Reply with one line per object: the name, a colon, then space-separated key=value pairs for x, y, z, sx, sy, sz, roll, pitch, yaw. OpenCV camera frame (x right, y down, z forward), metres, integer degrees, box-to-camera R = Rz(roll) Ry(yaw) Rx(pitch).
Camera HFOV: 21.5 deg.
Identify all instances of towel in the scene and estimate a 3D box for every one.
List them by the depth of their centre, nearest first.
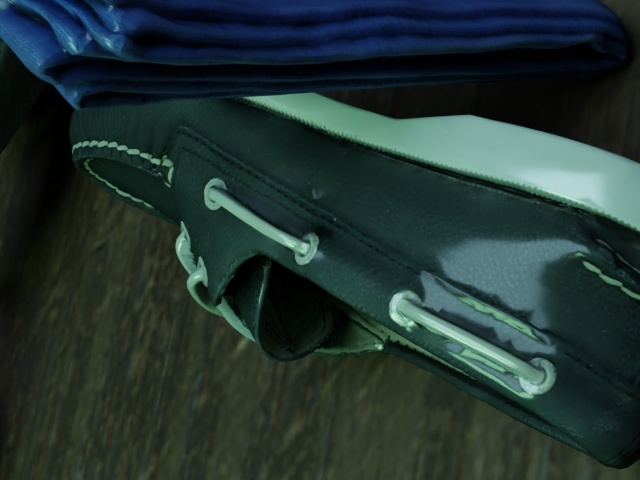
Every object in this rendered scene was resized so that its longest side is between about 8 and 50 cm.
towel: x=-0.061 y=-0.164 z=0.620 sx=0.336 sy=0.243 sz=0.040 roll=52 pitch=132 yaw=33

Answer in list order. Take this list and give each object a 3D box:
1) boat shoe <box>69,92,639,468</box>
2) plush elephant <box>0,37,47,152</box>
boat shoe: x=0.000 y=0.000 z=0.603 sx=0.302 sy=0.114 sz=0.091 roll=14 pitch=75 yaw=47
plush elephant: x=-0.231 y=-0.192 z=0.816 sx=0.255 sy=0.272 sz=0.330 roll=16 pitch=54 yaw=33
